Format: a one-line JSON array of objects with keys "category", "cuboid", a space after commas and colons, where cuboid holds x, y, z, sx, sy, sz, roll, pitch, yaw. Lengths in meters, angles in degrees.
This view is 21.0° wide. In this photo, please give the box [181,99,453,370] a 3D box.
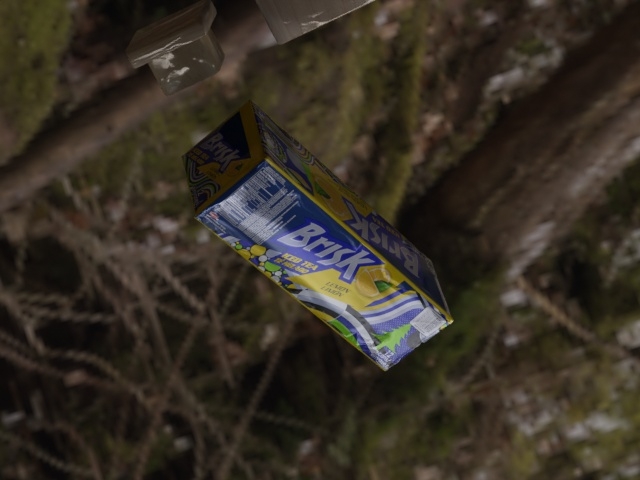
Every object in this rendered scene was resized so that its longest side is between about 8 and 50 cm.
[{"category": "box", "cuboid": [0.000, 0.000, 0.959, 0.054, 0.059, 0.169, -37, 127, 16]}]

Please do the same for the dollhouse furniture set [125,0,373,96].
[{"category": "dollhouse furniture set", "cuboid": [0.036, -0.272, 1.012, 0.355, 0.174, 0.303, -24, -161, 12]}]
